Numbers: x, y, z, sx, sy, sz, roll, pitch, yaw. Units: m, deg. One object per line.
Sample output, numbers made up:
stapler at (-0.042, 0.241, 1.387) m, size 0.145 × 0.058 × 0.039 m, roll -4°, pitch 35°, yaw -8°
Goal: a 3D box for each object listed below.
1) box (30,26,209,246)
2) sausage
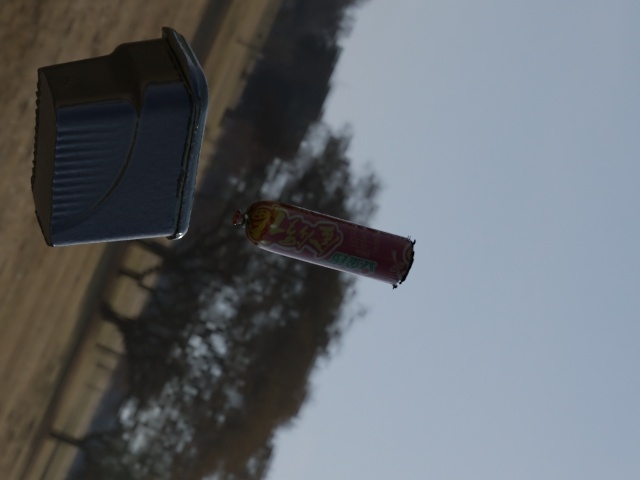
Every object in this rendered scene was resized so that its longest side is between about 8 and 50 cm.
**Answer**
box at (-0.245, -0.113, 1.726) m, size 0.274 × 0.178 × 0.138 m, roll 102°, pitch -30°, yaw -42°
sausage at (0.000, 0.000, 1.996) m, size 0.083 × 0.264 × 0.083 m, roll -165°, pitch -90°, yaw -70°
